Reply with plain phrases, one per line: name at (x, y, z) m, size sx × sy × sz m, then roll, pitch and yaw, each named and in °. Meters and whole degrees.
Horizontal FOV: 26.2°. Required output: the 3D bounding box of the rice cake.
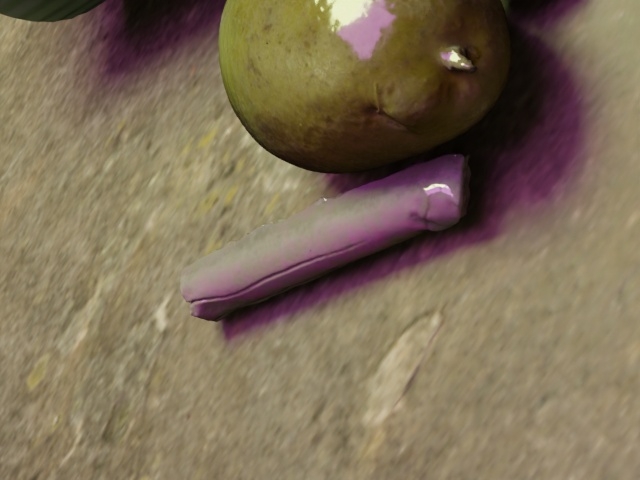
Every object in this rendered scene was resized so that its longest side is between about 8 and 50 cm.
rice cake at (0.000, 0.000, 0.982) m, size 0.269 × 0.049 × 0.055 m, roll -21°, pitch 76°, yaw 35°

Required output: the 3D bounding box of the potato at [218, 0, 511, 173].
potato at (0.030, -0.131, 0.928) m, size 0.251 × 0.159 × 0.174 m, roll 17°, pitch 125°, yaw 57°

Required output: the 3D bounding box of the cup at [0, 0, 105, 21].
cup at (-0.135, -0.401, 1.105) m, size 0.392 × 0.310 × 0.401 m, roll -27°, pitch 23°, yaw 39°
